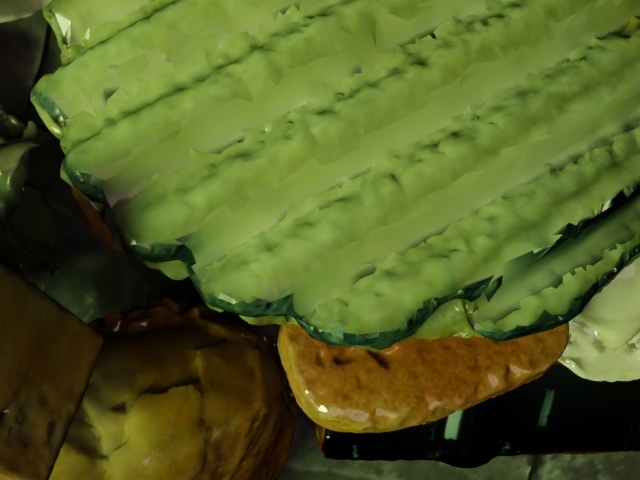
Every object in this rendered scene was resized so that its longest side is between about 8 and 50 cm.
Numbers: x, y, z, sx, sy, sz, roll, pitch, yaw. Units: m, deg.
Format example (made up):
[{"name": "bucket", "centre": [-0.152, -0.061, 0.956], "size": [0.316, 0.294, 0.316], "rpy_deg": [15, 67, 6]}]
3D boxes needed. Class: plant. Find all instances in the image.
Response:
[{"name": "plant", "centre": [-0.247, -0.041, 0.546], "size": [0.203, 0.142, 0.131], "rpy_deg": [19, 139, -1]}]

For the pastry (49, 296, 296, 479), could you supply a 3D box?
[{"name": "pastry", "centre": [-0.152, 0.165, 0.596], "size": [0.162, 0.311, 0.255], "rpy_deg": [33, 138, 16]}]

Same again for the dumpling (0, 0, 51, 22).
[{"name": "dumpling", "centre": [-0.252, -0.161, 0.507], "size": [0.228, 0.151, 0.124], "rpy_deg": [8, 143, -13]}]

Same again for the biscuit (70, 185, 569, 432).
[{"name": "biscuit", "centre": [0.000, 0.001, 0.593], "size": [0.262, 0.052, 0.277], "rpy_deg": [-22, 73, -23]}]

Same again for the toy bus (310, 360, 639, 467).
[{"name": "toy bus", "centre": [0.193, 0.119, 0.753], "size": [0.408, 0.092, 0.093], "rpy_deg": [2, 111, -16]}]

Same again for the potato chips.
[{"name": "potato chips", "centre": [0.055, -0.104, 0.570], "size": [0.429, 0.070, 0.358], "rpy_deg": [-29, 85, -14]}]

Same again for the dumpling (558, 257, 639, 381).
[{"name": "dumpling", "centre": [0.185, -0.004, 0.681], "size": [0.162, 0.132, 0.250], "rpy_deg": [-26, 102, 4]}]

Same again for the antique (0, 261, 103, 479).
[{"name": "antique", "centre": [-0.268, 0.060, 0.500], "size": [0.093, 0.310, 0.087], "rpy_deg": [50, 49, -47]}]
